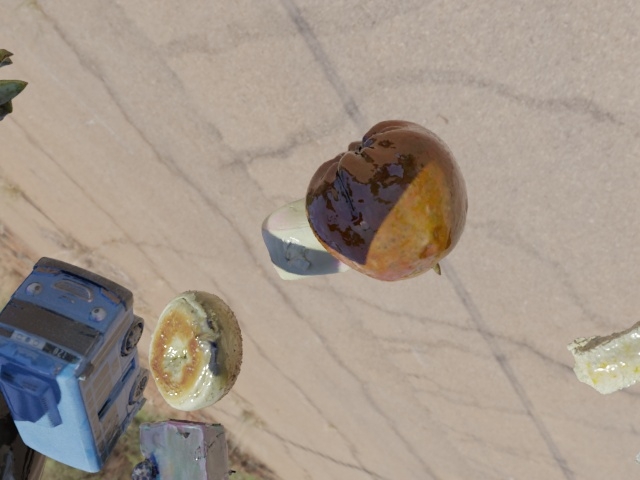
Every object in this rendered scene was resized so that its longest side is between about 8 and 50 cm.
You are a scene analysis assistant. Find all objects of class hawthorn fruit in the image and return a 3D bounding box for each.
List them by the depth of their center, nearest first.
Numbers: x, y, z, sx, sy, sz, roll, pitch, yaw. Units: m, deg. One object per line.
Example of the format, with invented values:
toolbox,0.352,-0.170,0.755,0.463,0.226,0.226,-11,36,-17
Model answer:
hawthorn fruit,0.135,-0.047,1.124,0.277,0.277,0.298,-8,123,54

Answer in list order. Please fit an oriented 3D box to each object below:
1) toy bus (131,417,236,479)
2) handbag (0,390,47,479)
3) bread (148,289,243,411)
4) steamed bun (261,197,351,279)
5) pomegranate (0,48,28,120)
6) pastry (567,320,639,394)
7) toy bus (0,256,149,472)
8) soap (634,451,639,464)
toy bus,-0.203,0.431,0.997,0.138,0.316,0.112,-14,161,17
handbag,-0.522,0.284,0.990,0.223,0.246,0.080,2,131,-5
bread,-0.303,0.277,1.646,0.159,0.305,0.306,7,179,-45
steamed bun,0.000,0.000,1.386,0.239,0.152,0.170,-12,113,8
pomegranate,-0.561,-0.168,0.851,0.260,0.341,0.260,44,152,31
pastry,0.581,0.200,1.204,0.258,0.089,0.121,-28,75,31
toy bus,-0.265,0.141,0.698,0.116,0.133,0.234,21,138,8
soap,0.662,0.405,1.057,0.274,0.089,0.173,39,119,-23
